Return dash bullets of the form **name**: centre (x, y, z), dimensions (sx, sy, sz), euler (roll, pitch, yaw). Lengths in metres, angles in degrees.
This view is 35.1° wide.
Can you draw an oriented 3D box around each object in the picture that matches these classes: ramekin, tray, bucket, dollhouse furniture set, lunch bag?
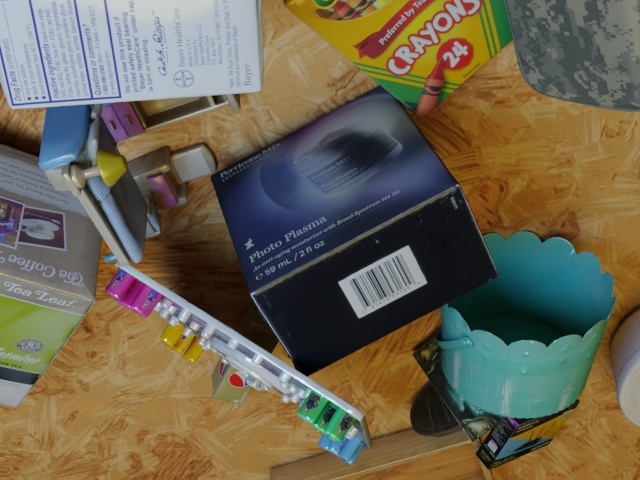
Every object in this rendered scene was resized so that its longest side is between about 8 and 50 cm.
- **ramekin**: centre (0.647, 0.212, 1.812), dimensions (0.273, 0.127, 0.273), euler (-4, 130, -5)
- **tray**: centre (0.127, 0.477, 2.002), dimensions (0.411, 0.076, 0.203), euler (-17, 131, 7)
- **bucket**: centre (0.316, 0.133, 1.608), dimensions (0.281, 0.281, 0.183), euler (-3, 127, -6)
- **dollhouse furniture set**: centre (-0.199, -0.096, 1.314), dimensions (0.198, 0.303, 0.286), euler (-17, 130, 8)
- **lunch bag**: centre (0.368, -0.342, 1.236), dimensions (0.256, 0.212, 0.305), euler (-45, 132, -24)

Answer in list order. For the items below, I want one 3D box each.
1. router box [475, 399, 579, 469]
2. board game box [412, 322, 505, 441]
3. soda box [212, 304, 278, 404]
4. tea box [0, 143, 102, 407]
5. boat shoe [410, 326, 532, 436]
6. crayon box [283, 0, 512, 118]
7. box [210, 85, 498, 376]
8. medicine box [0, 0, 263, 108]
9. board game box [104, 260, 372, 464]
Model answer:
- **router box**: centre (0.388, 0.350, 1.898), dimensions (0.179, 0.046, 0.133), euler (-11, 138, -38)
- **board game box**: centre (0.257, 0.238, 1.756), dimensions (0.126, 0.186, 0.026), euler (-43, 160, 25)
- **soda box**: centre (-0.128, 0.197, 1.733), dimensions (0.058, 0.061, 0.181), euler (15, 126, -19)
- **tea box**: centre (-0.510, 0.034, 1.399), dimensions (0.329, 0.220, 0.323), euler (20, 137, -26)
- **boat shoe**: centre (0.298, 0.271, 1.824), dimensions (0.104, 0.111, 0.307), euler (18, 135, -41)
- **crayon box**: centre (0.093, -0.323, 1.308), dimensions (0.318, 0.081, 0.202), euler (33, 119, -30)
- **box**: centre (0.034, -0.024, 1.388), dimensions (0.296, 0.294, 0.183), euler (-28, 127, 2)
- **medicine box**: centre (-0.218, -0.290, 1.171), dimensions (0.289, 0.263, 0.149), euler (-4, 130, -5)
- **board game box**: centre (-0.106, 0.194, 1.482), dimensions (0.390, 0.050, 0.390), euler (31, 168, 13)
